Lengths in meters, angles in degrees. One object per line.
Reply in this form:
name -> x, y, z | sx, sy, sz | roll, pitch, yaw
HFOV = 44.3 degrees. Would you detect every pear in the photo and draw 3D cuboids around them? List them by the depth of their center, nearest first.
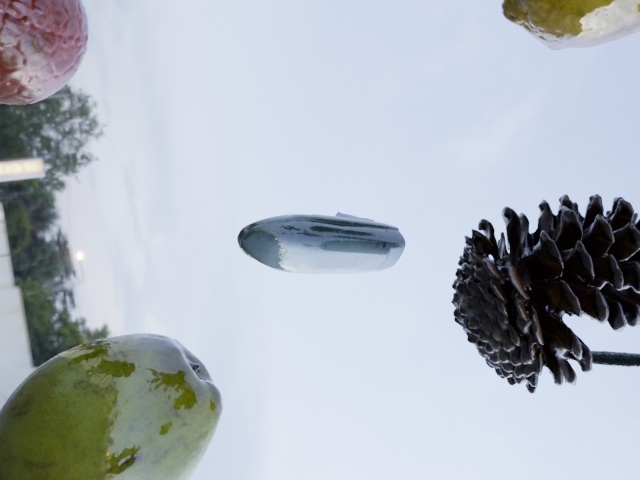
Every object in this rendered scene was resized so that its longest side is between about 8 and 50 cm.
pear -> -0.275, 0.255, 1.008 | 0.253, 0.307, 0.253 | 51, -10, 12

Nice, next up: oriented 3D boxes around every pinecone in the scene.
pinecone -> 0.313, 0.057, 1.012 | 0.246, 0.292, 0.246 | 157, -90, -89

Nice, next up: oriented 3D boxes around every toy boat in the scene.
toy boat -> 0.000, 0.000, 0.993 | 0.085, 0.261, 0.078 | 49, -58, 35

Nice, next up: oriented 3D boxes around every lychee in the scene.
lychee -> -0.488, -0.334, 1.216 | 0.300, 0.255, 0.255 | -68, 156, -76

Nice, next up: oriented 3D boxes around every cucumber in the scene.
cucumber -> 0.618, 0.245, 1.627 | 0.133, 0.032, 0.032 | -1, -80, 26

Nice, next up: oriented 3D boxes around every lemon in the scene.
lemon -> 0.412, -0.409, 1.194 | 0.233, 0.288, 0.233 | 54, 23, -35
